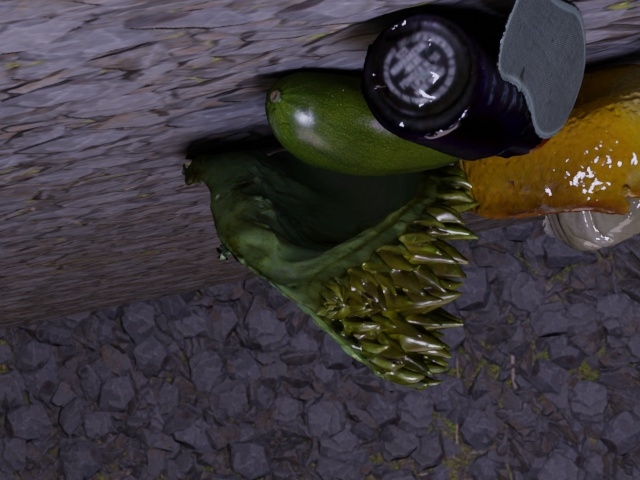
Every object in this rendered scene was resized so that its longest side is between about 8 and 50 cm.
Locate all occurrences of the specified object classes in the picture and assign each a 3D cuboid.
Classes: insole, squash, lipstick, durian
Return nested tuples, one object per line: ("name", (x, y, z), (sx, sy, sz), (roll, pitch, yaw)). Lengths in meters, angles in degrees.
("insole", (0.136, -0.109, 1.064), (0.003, 0.080, 0.232), (21, 179, 18))
("squash", (0.045, -0.078, 1.210), (0.069, 0.069, 0.258), (-14, 174, 35))
("lipstick", (0.099, -0.089, 1.125), (0.081, 0.081, 0.300), (-12, 176, 17))
("durian", (0.000, 0.011, 1.337), (0.198, 0.163, 0.394), (-6, -159, -15))

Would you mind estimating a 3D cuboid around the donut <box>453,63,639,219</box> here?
("donut", (0.188, -0.077, 1.332), (0.190, 0.074, 0.174), (-3, -156, 37))

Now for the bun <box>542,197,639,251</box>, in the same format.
("bun", (0.262, -0.072, 1.536), (0.167, 0.113, 0.173), (-15, -160, 44))
